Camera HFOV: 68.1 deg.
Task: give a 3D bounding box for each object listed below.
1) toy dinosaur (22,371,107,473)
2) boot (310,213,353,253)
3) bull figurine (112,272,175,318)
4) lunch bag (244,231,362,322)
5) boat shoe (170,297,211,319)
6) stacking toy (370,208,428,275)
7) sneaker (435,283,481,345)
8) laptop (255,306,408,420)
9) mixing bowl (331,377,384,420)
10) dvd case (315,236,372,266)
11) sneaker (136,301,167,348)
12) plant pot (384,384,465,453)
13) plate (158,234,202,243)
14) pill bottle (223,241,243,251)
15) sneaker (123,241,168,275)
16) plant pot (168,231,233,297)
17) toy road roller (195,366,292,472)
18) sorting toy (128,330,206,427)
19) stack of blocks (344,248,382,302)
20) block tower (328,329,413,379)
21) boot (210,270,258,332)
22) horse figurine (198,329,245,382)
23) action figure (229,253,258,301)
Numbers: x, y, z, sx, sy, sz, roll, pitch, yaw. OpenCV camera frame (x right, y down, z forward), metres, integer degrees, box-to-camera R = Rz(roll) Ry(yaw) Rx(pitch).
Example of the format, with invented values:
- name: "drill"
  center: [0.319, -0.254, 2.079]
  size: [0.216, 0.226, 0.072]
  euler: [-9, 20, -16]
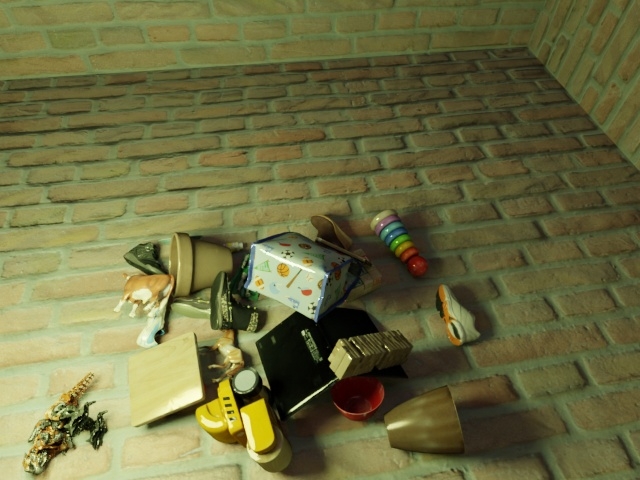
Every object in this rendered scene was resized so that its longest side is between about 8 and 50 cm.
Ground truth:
- name: "toy dinosaur"
  center: [-0.842, 0.591, 1.556]
  size: [0.218, 0.164, 0.322]
  euler: [0, 70, 18]
- name: "boot"
  center: [0.000, 0.000, 2.116]
  size: [0.248, 0.090, 0.207]
  euler: [38, 56, 21]
- name: "bull figurine"
  center: [-0.691, 0.202, 1.835]
  size: [0.310, 0.101, 0.188]
  euler: [-10, 52, 34]
- name: "lunch bag"
  center: [-0.047, 0.114, 1.804]
  size: [0.328, 0.239, 0.385]
  euler: [23, 22, 19]
- name: "boat shoe"
  center: [-0.474, 0.268, 1.882]
  size: [0.227, 0.081, 0.069]
  euler: [13, 49, -2]
- name: "stacking toy"
  center: [0.359, 0.022, 2.106]
  size: [0.141, 0.141, 0.330]
  euler: [-21, 61, -19]
- name: "sneaker"
  center: [0.554, 0.294, 1.908]
  size: [0.121, 0.099, 0.262]
  euler: [-4, 58, -15]
- name: "laptop"
  center: [0.026, 0.434, 1.734]
  size: [0.408, 0.236, 0.382]
  euler: [-37, 37, 3]
- name: "mixing bowl"
  center: [0.129, 0.554, 1.643]
  size: [0.181, 0.098, 0.181]
  euler: [-3, 35, 2]
- name: "dvd case"
  center: [0.099, 0.047, 1.933]
  size: [0.221, 0.164, 0.018]
  euler: [24, 88, 18]
- name: "sneaker"
  center: [-0.634, 0.315, 1.840]
  size: [0.086, 0.085, 0.237]
  euler: [25, 45, -16]
- name: "plant pot"
  center: [0.335, 0.612, 1.572]
  size: [0.230, 0.215, 0.215]
  euler: [-13, 51, 6]
- name: "plate"
  center: [-0.605, -0.001, 2.058]
  size: [0.188, 0.188, 0.024]
  euler: [-8, 91, -9]
- name: "pill bottle"
  center: [-0.387, 0.030, 2.103]
  size: [0.083, 0.043, 0.043]
  euler: [-9, 51, -10]
- name: "sneaker"
  center: [-0.716, 0.080, 2.017]
  size: [0.227, 0.087, 0.130]
  euler: [25, 60, 24]
- name: "plant pot"
  center: [-0.486, 0.096, 1.935]
  size: [0.229, 0.263, 0.263]
  euler: [0, 48, -26]
- name: "toy road roller"
  center: [-0.255, 0.605, 1.540]
  size: [0.240, 0.202, 0.329]
  euler: [-25, 50, -7]
- name: "sorting toy"
  center: [-0.524, 0.488, 1.650]
  size: [0.257, 0.089, 0.255]
  euler: [-23, 53, 2]
- name: "stack of blocks"
  center: [0.085, 0.168, 1.982]
  size: [0.297, 0.087, 0.171]
  euler: [-21, 54, -19]
- name: "block tower"
  center: [0.176, 0.377, 1.598]
  size: [0.335, 0.097, 0.091]
  euler: [4, 31, -44]
- name: "boot"
  center: [-0.334, 0.245, 1.848]
  size: [0.178, 0.085, 0.236]
  euler: [17, 56, -32]
- name: "horse figurine"
  center: [-0.354, 0.422, 1.748]
  size: [0.174, 0.066, 0.263]
  euler: [-18, 38, -33]
- name: "action figure"
  center: [-0.301, 0.131, 1.999]
  size: [0.137, 0.063, 0.232]
  euler: [25, 49, -17]
